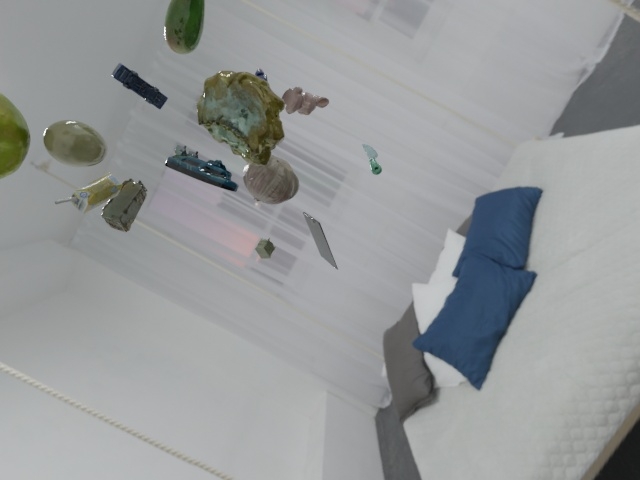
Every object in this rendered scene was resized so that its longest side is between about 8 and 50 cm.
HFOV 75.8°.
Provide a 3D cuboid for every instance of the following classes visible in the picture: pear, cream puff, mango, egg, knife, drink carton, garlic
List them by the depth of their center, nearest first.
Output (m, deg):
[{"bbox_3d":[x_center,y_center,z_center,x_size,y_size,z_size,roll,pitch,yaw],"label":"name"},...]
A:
[{"bbox_3d":[-0.745,-0.143,1.329,0.084,0.074,0.200,-36,11,40],"label":"drink carton"},{"bbox_3d":[-0.270,-0.448,1.475,0.274,0.323,0.270,-55,11,3],"label":"cream puff"},{"bbox_3d":[-1.285,-0.412,1.494,0.391,0.391,0.391,-61,3,5],"label":"pear"},{"bbox_3d":[-0.993,-0.392,1.678,0.242,0.186,0.186,1,-58,-60],"label":"egg"},{"bbox_3d":[-0.712,-1.180,2.181,0.382,0.201,0.225,-59,14,30],"label":"mango"},{"bbox_3d":[0.277,-0.446,2.195,0.034,0.063,0.260,58,-165,-49],"label":"knife"},{"bbox_3d":[-0.280,-0.327,2.197,0.259,0.318,0.317,-60,3,16],"label":"garlic"}]

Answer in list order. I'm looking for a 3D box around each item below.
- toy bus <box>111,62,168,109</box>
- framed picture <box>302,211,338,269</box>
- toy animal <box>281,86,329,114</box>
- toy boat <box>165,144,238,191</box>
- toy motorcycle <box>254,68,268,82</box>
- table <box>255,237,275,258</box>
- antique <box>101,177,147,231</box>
[{"bbox_3d":[-0.785,-0.666,1.781,0.079,0.094,0.236,-58,-39,0],"label":"toy bus"},{"bbox_3d":[0.000,0.000,2.511,0.014,0.338,0.255,-29,27,-13],"label":"framed picture"},{"bbox_3d":[-0.060,-0.603,1.824,0.124,0.213,0.124,-1,89,51],"label":"toy animal"},{"bbox_3d":[-0.384,-0.244,1.368,0.134,0.299,0.092,15,-84,-58],"label":"toy boat"},{"bbox_3d":[-0.264,-0.681,1.852,0.114,0.076,0.205,72,-171,-50],"label":"toy motorcycle"},{"bbox_3d":[-0.289,0.040,2.177,0.079,0.062,0.083,62,-144,-36],"label":"table"},{"bbox_3d":[-1.066,-0.205,2.260,0.150,0.125,0.284,96,-167,-65],"label":"antique"}]
